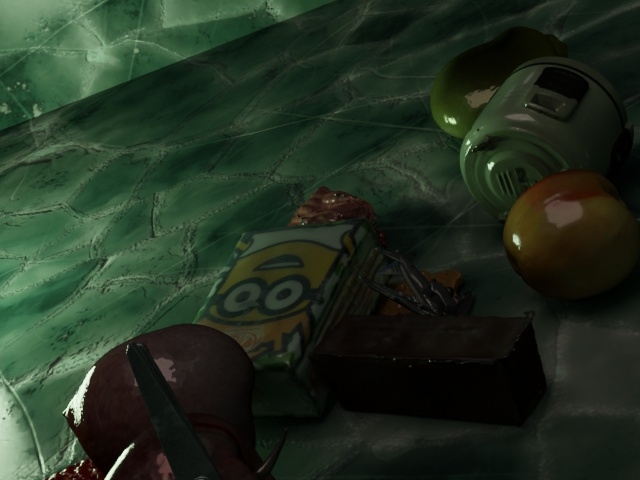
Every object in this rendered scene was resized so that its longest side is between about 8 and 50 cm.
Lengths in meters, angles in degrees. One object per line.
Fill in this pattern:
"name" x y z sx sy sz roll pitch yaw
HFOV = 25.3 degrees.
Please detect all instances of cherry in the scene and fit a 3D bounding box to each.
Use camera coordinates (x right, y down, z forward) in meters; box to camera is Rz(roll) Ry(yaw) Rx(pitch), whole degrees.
"cherry" -0.197 0.219 1.826 0.239 0.239 0.206 -37 7 -24
"cherry" -0.135 0.320 1.641 0.285 0.213 0.236 -44 55 -4

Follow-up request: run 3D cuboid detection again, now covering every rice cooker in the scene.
"rice cooker" 0.340 -0.149 2.135 0.226 0.226 0.244 -5 29 37

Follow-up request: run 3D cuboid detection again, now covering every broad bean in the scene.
"broad bean" 0.316 -0.276 2.518 0.238 0.119 0.291 10 44 37

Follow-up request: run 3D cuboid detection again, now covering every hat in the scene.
"hat" 0.000 0.000 2.277 0.237 0.107 0.286 -53 28 -17

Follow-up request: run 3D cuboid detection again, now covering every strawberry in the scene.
"strawberry" -0.317 0.332 1.886 0.188 0.082 0.121 -7 1 -10

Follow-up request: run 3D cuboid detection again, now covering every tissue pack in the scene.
"tissue pack" -0.055 0.114 2.051 0.228 0.128 0.311 -7 37 33

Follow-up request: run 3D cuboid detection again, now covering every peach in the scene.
"peach" 0.334 -0.005 1.915 0.184 0.184 0.184 -20 25 10

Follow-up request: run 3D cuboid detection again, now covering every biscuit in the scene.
"biscuit" 0.122 0.087 2.096 0.184 0.027 0.133 -8 31 32

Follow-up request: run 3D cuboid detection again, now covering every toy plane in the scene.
"toy plane" 0.152 0.087 1.951 0.226 0.058 0.226 8 30 -43

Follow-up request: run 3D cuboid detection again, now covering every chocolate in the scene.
"chocolate" 0.143 0.165 1.830 0.321 0.112 0.112 -3 32 42

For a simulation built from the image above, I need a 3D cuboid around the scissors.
"scissors" -0.107 0.300 1.517 0.192 0.447 0.029 -28 -17 -1
